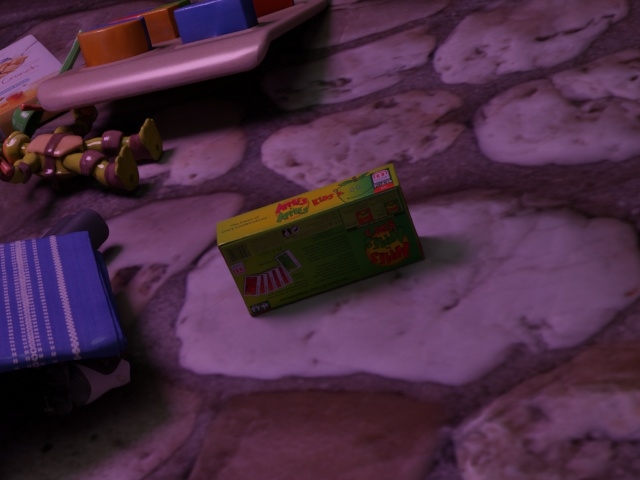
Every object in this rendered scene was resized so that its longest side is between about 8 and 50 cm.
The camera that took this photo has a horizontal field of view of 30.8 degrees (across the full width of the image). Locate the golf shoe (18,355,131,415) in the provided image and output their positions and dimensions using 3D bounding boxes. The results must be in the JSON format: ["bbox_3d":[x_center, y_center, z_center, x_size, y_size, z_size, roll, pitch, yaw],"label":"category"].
[{"bbox_3d":[-0.249,0.110,1.152,0.094,0.077,0.198,-12,27,-25],"label":"golf shoe"}]

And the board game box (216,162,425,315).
[{"bbox_3d":[0.000,0.000,1.128,0.181,0.092,0.043,-18,35,5],"label":"board game box"}]

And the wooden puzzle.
[{"bbox_3d":[-0.182,-0.285,1.570,0.322,0.080,0.348,-9,21,18],"label":"wooden puzzle"}]

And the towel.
[{"bbox_3d":[-0.364,0.078,1.106,0.336,0.040,0.243,-10,27,-14],"label":"towel"}]

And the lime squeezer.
[{"bbox_3d":[-0.432,-0.167,1.594,0.310,0.059,0.110,-29,71,1],"label":"lime squeezer"}]

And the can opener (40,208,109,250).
[{"bbox_3d":[-0.350,0.049,1.246,0.076,0.095,0.283,-14,29,49],"label":"can opener"}]

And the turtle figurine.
[{"bbox_3d":[-0.323,-0.104,1.451,0.217,0.087,0.269,6,24,21],"label":"turtle figurine"}]

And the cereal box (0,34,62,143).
[{"bbox_3d":[-0.467,-0.223,1.735,0.173,0.047,0.240,-32,35,-14],"label":"cereal box"}]
